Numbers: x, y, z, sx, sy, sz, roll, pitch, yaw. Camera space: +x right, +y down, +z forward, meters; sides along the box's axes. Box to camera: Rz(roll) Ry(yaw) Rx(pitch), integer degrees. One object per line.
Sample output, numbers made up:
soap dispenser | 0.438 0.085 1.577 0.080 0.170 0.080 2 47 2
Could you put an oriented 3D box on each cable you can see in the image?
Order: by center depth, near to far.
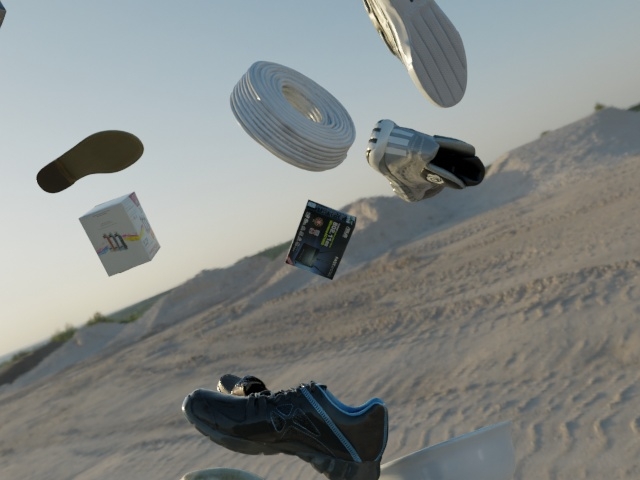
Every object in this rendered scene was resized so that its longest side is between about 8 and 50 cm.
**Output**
cable | -0.050 -0.241 1.181 0.089 0.257 0.257 -48 3 30

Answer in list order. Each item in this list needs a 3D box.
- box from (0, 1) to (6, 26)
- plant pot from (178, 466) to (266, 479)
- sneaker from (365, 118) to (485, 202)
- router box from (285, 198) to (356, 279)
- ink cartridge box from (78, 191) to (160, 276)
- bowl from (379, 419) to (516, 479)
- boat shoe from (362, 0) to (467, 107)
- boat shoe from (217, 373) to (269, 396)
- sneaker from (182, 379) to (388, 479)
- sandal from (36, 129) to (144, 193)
box | -0.630 -0.412 0.922 0.056 0.183 0.231 -49 -26 25
plant pot | -0.059 0.389 0.599 0.333 0.305 0.334 -16 42 15
sneaker | 0.161 -0.089 0.809 0.132 0.086 0.228 18 2 30
router box | 0.000 0.000 1.062 0.038 0.092 0.122 -76 6 -60
ink cartridge box | -0.528 -0.017 1.611 0.127 0.176 0.128 -20 17 4
bowl | 0.241 0.446 1.120 0.297 0.134 0.298 -17 -22 -7
boat shoe | 0.184 -0.420 1.211 0.121 0.335 0.119 -32 13 -9
boat shoe | -0.141 0.312 1.241 0.183 0.066 0.066 20 33 33
sneaker | -0.054 0.287 1.001 0.340 0.140 0.125 15 0 -1
sandal | -0.465 -0.174 1.242 0.240 0.088 0.079 -22 25 11
